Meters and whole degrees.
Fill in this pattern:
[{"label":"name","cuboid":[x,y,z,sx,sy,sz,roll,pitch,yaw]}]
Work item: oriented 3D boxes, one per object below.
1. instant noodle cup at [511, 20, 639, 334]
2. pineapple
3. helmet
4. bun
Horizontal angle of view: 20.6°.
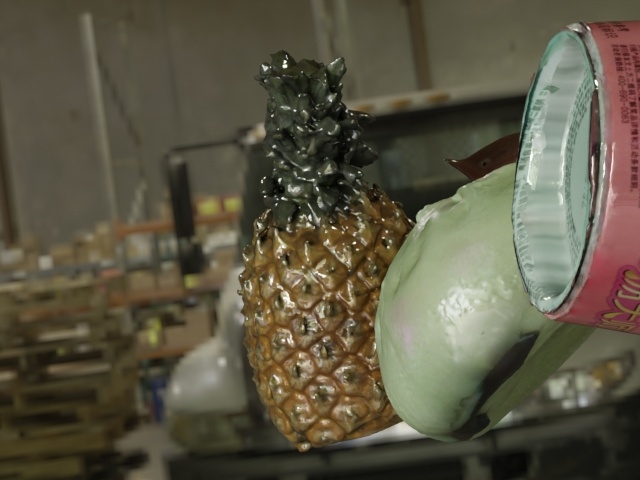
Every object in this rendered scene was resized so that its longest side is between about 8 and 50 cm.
[{"label":"instant noodle cup","cuboid":[0.249,-0.029,0.971,0.255,0.244,0.244,5,-2,-9]},{"label":"pineapple","cuboid":[0.000,0.000,1.630,0.202,0.362,0.202,-12,24,5]},{"label":"helmet","cuboid":[0.218,-0.056,1.760,0.106,0.175,0.155,-49,-1,5]},{"label":"bun","cuboid":[0.142,0.033,1.502,0.283,0.179,0.283,-41,-16,-15]}]
